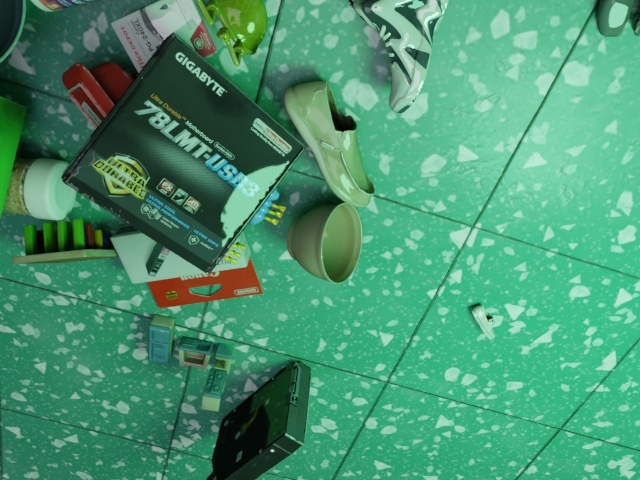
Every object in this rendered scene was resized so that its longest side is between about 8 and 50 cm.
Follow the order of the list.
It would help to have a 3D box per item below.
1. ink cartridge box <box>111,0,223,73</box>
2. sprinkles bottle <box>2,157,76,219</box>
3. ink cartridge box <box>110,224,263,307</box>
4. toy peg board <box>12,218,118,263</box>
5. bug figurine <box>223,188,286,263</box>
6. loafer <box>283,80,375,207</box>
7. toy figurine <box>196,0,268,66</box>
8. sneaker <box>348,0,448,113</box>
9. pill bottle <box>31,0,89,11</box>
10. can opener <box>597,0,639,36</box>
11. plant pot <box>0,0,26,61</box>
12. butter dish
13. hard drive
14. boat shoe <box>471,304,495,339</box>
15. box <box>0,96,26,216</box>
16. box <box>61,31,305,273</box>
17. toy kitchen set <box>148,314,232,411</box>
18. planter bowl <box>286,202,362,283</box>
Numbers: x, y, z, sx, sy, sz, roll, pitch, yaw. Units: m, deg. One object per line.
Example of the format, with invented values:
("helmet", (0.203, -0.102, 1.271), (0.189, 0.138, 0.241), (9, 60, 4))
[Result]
("ink cartridge box", (-0.261, -0.353, 0.912), (0.150, 0.063, 0.109), (-17, 120, 14))
("sprinkles bottle", (-0.686, -0.118, 1.060), (0.355, 0.121, 0.121), (6, 123, 1))
("ink cartridge box", (-0.289, 0.059, 1.181), (0.274, 0.060, 0.239), (-9, 120, 10))
("toy peg board", (-0.530, 0.003, 1.127), (0.161, 0.160, 0.079), (-5, 88, 8))
("bug figurine", (-0.219, -0.072, 1.036), (0.278, 0.072, 0.216), (26, 99, -3))
("loafer", (0.034, -0.177, 0.981), (0.092, 0.102, 0.269), (-25, 117, 25))
("toy figurine", (-0.118, -0.471, 0.763), (0.217, 0.191, 0.363), (-26, 118, 14))
("sneaker", (0.111, -0.340, 0.878), (0.152, 0.094, 0.235), (13, 122, -3))
("pill bottle", (-0.370, -0.440, 0.838), (0.193, 0.108, 0.108), (-10, 121, 11))
("can opener", (0.498, -0.447, 0.792), (0.093, 0.074, 0.281), (3, 122, 3))
("plant pot", (-0.637, -0.373, 0.816), (0.196, 0.293, 0.293), (4, 134, 50))
("butter dish", (-0.363, -0.260, 0.954), (0.159, 0.118, 0.160), (7, 136, 53))
("hard drive", (-0.155, 0.479, 1.333), (0.064, 0.237, 0.339), (36, 117, -18))
("boat shoe", (0.387, 0.188, 1.229), (0.035, 0.035, 0.100), (-27, 110, 23))
("box", (-0.690, -0.151, 0.935), (0.231, 0.127, 0.262), (13, 91, 1))
("box", (-0.224, -0.139, 0.912), (0.295, 0.073, 0.293), (39, 91, -28))
("toy kitchen set", (-0.323, 0.293, 1.267), (0.207, 0.166, 0.122), (11, 123, -3))
("planter bowl", (0.000, 0.000, 1.078), (0.109, 0.162, 0.162), (7, 127, 31))
